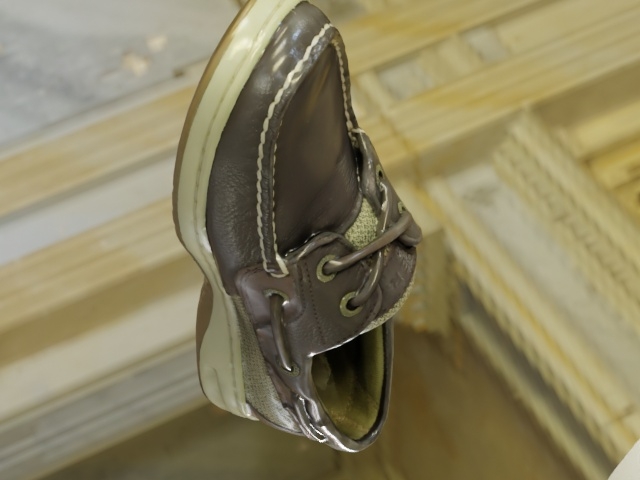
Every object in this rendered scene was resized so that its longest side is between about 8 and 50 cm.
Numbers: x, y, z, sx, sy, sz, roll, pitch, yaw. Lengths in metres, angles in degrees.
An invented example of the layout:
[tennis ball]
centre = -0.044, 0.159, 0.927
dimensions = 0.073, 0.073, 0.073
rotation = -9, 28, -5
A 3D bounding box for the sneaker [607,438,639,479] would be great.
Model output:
[sneaker]
centre = 0.230, 0.069, 0.495
dimensions = 0.127, 0.321, 0.126
rotation = 45, -35, 42

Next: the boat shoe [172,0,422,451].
[boat shoe]
centre = 0.000, 0.000, 0.424
dimensions = 0.049, 0.056, 0.152
rotation = 26, -27, 15
